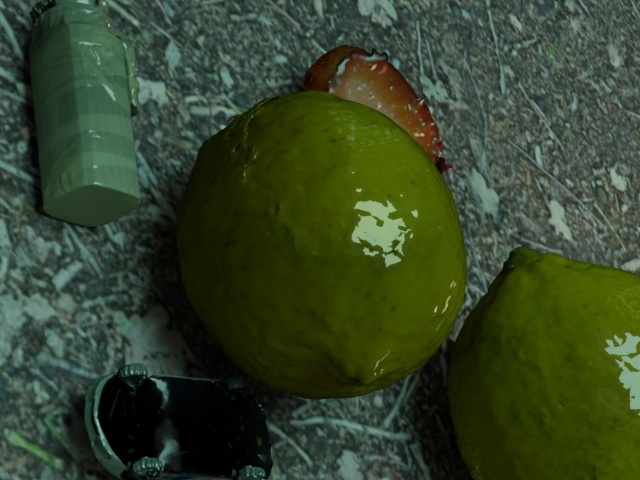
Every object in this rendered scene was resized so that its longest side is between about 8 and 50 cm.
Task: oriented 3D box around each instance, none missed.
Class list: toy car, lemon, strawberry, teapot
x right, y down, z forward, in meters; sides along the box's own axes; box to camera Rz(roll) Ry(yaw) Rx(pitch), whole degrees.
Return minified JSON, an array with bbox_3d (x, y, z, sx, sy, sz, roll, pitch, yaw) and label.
[{"bbox_3d":[-0.119,0.160,1.526,0.205,0.056,0.095,11,61,-43],"label":"toy car"},{"bbox_3d":[0.255,0.158,1.767,0.268,0.268,0.321,-6,70,-48],"label":"lemon"},{"bbox_3d":[0.047,-0.114,1.856,0.188,0.082,0.121,45,61,-31],"label":"strawberry"},{"bbox_3d":[0.000,0.000,1.595,0.253,0.253,0.310,19,33,-39],"label":"lemon"},{"bbox_3d":[-0.196,-0.116,1.594,0.107,0.077,0.200,16,57,-45],"label":"teapot"}]
